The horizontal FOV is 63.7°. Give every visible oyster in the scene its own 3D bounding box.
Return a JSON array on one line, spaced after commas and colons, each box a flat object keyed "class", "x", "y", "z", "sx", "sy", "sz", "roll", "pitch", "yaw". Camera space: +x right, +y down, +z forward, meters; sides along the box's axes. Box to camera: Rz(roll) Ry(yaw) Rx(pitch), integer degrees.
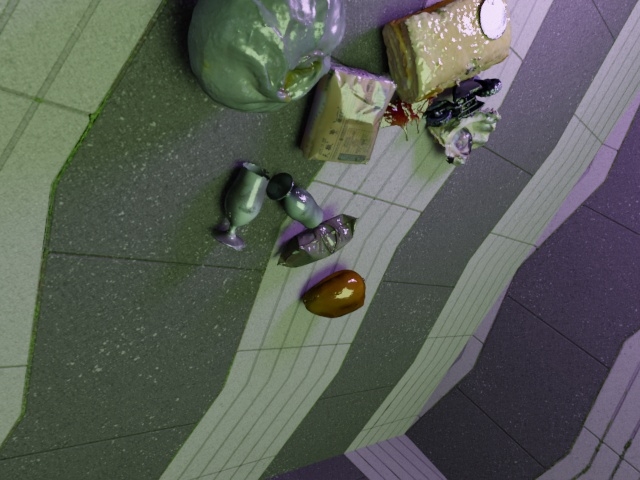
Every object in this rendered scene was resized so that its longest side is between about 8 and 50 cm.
[{"class": "oyster", "x": 0.514, "y": -0.384, "z": 1.842, "sx": 0.351, "sy": 0.115, "sz": 0.238, "roll": -4, "pitch": 133, "yaw": -38}]

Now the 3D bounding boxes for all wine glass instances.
[{"class": "wine glass", "x": -0.208, "y": -0.091, "z": 1.372, "sx": 0.103, "sy": 0.103, "sz": 0.222, "roll": 3, "pitch": 120, "yaw": -47}, {"class": "wine glass", "x": -0.068, "y": -0.110, "z": 1.505, "sx": 0.093, "sy": 0.093, "sz": 0.202, "roll": -48, "pitch": 141, "yaw": -1}]

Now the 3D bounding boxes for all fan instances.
[{"class": "fan", "x": 0.468, "y": -0.639, "z": 1.404, "sx": 0.113, "sy": 0.005, "sz": 0.175, "roll": -27, "pitch": 112, "yaw": -28}]

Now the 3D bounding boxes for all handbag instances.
[{"class": "handbag", "x": 0.000, "y": 0.000, "z": 1.626, "sx": 0.270, "sy": 0.117, "sz": 0.182, "roll": -26, "pitch": 172, "yaw": -35}]

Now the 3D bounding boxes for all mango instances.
[{"class": "mango", "x": 0.051, "y": 0.187, "z": 1.850, "sx": 0.236, "sy": 0.136, "sz": 0.166, "roll": -24, "pitch": 151, "yaw": -10}]

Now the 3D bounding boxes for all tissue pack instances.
[{"class": "tissue pack", "x": 0.074, "y": -0.336, "z": 1.404, "sx": 0.215, "sy": 0.123, "sz": 0.257, "roll": 3, "pitch": 120, "yaw": -25}]

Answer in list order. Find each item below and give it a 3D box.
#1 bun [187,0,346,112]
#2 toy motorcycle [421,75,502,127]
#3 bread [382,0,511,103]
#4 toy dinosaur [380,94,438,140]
[{"class": "bun", "x": -0.096, "y": -0.410, "z": 1.067, "sx": 0.362, "sy": 0.211, "sz": 0.362, "roll": -42, "pitch": 166, "yaw": -13}, {"class": "toy motorcycle", "x": 0.450, "y": -0.467, "z": 1.691, "sx": 0.270, "sy": 0.159, "sz": 0.106, "roll": -29, "pitch": 132, "yaw": 1}, {"class": "bread", "x": 0.364, "y": -0.553, "z": 1.459, "sx": 0.375, "sy": 0.165, "sz": 0.237, "roll": -29, "pitch": 116, "yaw": -23}, {"class": "toy dinosaur", "x": 0.229, "y": -0.400, "z": 1.564, "sx": 0.206, "sy": 0.113, "sz": 0.327, "roll": 39, "pitch": 81, "yaw": -28}]
